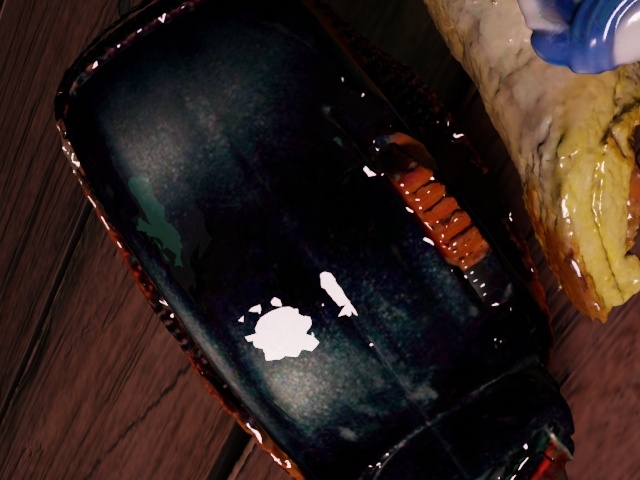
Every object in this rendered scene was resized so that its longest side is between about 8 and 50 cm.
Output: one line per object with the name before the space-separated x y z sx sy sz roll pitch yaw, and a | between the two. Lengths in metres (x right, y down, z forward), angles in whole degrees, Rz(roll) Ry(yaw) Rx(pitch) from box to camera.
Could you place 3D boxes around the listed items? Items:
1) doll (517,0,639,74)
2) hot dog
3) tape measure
doll | 0.104 -0.101 0.542 0.057 0.114 0.227 43 -148 -71
hot dog | 0.086 -0.056 0.589 0.078 0.061 0.169 79 167 -77
tape measure | 0.000 0.000 0.625 0.223 0.135 0.202 55 -179 -31
